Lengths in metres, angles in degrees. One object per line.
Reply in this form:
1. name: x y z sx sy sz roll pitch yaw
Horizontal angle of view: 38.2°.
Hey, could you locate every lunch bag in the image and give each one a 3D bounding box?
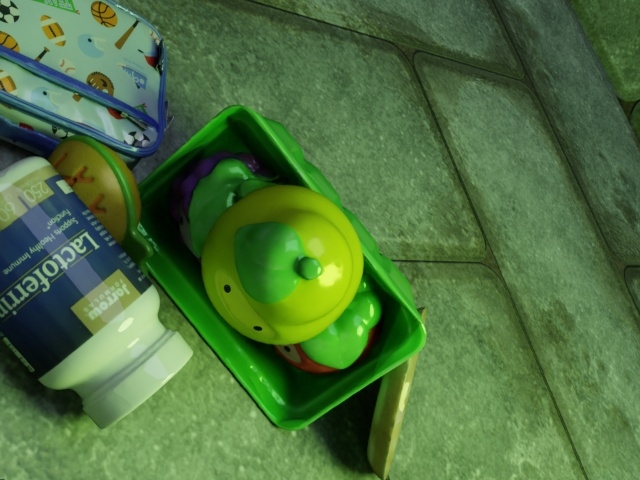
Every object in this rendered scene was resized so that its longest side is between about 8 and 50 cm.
1. lunch bag: -0.322 -0.207 1.131 0.303 0.115 0.243 23 49 -34

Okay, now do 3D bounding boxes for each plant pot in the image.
1. plant pot: 0.099 0.199 1.225 0.033 0.236 0.236 13 41 9

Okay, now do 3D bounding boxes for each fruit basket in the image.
1. fruit basket: -0.058 0.038 1.082 0.392 0.283 0.392 42 25 -25

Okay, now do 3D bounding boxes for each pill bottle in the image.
1. pill bottle: -0.263 0.057 0.956 0.264 0.153 0.153 50 37 -6

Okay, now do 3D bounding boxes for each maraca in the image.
1. maraca: -0.253 -0.031 1.057 0.099 0.127 0.185 -28 93 -48

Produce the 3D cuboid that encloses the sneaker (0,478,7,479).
1. sneaker: -0.297 0.252 0.856 0.178 0.072 0.077 58 24 -10
